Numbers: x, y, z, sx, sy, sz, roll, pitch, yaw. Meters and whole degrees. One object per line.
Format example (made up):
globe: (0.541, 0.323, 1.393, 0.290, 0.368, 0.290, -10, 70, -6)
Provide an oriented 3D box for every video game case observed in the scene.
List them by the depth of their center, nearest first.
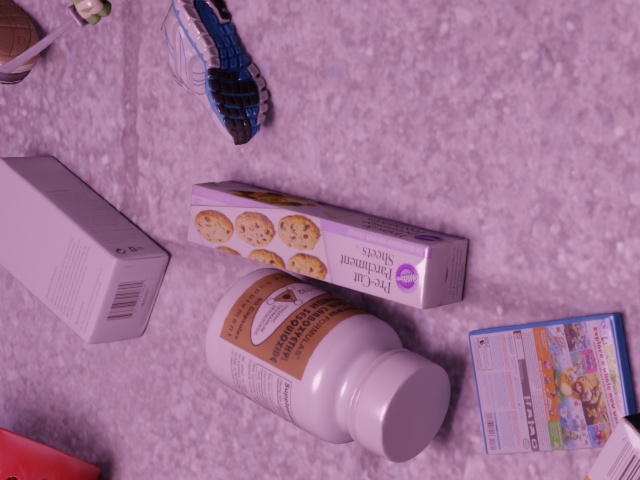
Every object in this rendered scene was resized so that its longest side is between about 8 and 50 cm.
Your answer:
video game case: (0.212, 0.133, 1.706, 0.166, 0.015, 0.119, -10, 87, 42)

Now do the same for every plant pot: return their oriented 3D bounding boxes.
plant pot: (-0.368, 0.301, 2.093, 0.191, 0.191, 0.174, 12, 74, 41)

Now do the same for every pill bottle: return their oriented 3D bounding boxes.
pill bottle: (0.008, 0.124, 1.811, 0.229, 0.131, 0.131, 26, 111, 37)

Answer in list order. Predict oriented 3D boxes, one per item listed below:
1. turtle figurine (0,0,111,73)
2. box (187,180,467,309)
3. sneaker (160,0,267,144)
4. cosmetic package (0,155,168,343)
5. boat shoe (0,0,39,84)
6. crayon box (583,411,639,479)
turtle figurine: (-0.181, -0.306, 1.922, 0.266, 0.198, 0.274, 14, 115, 25)
box: (0.000, 0.000, 1.850, 0.324, 0.063, 0.067, 16, 107, 40)
sneaker: (-0.117, -0.173, 1.943, 0.083, 0.071, 0.190, -45, 57, 42)
cosmetic package: (-0.284, 0.008, 2.096, 0.231, 0.085, 0.117, 40, 119, 34)
boat shoe: (-0.424, -0.251, 2.187, 0.285, 0.103, 0.092, 41, 125, 36)
crayon box: (0.280, 0.333, 1.620, 0.203, 0.083, 0.323, 43, 120, 30)
